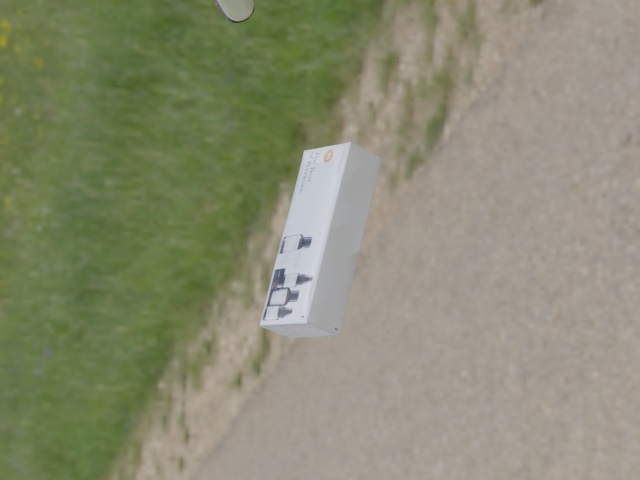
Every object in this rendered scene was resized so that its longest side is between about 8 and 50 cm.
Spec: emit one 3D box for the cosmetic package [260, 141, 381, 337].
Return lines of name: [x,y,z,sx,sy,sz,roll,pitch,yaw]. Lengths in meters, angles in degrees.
cosmetic package: [0.000,0.000,1.853,0.099,0.060,0.239,-6,65,49]

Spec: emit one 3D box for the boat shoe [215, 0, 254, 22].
boat shoe: [-0.113,-0.305,1.660,0.042,0.049,0.133,-152,37,-85]
